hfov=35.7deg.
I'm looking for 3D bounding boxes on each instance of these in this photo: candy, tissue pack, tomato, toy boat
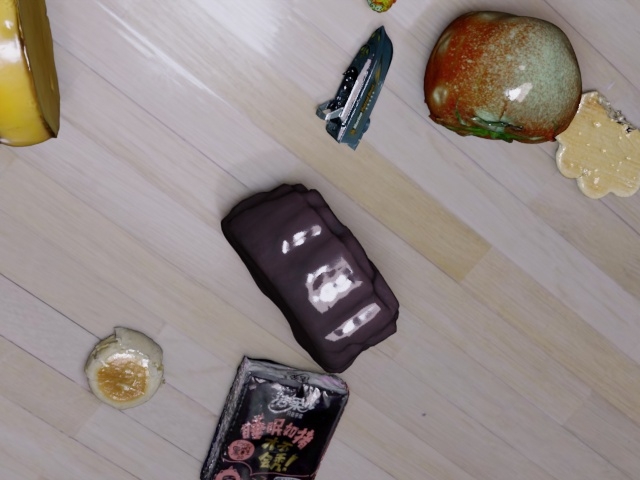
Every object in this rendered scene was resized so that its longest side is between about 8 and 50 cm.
[{"bbox_3d":[0.167,-0.513,1.897,0.201,0.060,0.060,-43,110,-2],"label":"candy"},{"bbox_3d":[-0.098,0.419,2.131,0.245,0.123,0.332,14,109,-19],"label":"tissue pack"},{"bbox_3d":[0.348,-0.312,1.887,0.304,0.303,0.239,10,91,-13],"label":"tomato"},{"bbox_3d":[0.073,-0.300,1.924,0.103,0.093,0.246,18,105,-22],"label":"toy boat"}]

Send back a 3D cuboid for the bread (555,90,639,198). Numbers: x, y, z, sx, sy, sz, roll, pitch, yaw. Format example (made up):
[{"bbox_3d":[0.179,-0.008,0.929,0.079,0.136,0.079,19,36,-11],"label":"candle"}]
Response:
[{"bbox_3d":[0.584,-0.187,2.076,0.251,0.039,0.182,36,100,-19],"label":"bread"}]

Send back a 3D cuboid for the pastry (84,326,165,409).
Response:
[{"bbox_3d":[-0.400,0.266,2.043,0.166,0.088,0.165,-4,109,-10],"label":"pastry"}]

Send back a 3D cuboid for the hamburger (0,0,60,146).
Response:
[{"bbox_3d":[-0.606,-0.326,1.668,0.278,0.396,0.395,-8,110,-7],"label":"hamburger"}]

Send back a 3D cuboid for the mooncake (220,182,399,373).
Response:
[{"bbox_3d":[-0.005,0.072,1.917,0.212,0.350,0.381,-35,122,-4],"label":"mooncake"}]
